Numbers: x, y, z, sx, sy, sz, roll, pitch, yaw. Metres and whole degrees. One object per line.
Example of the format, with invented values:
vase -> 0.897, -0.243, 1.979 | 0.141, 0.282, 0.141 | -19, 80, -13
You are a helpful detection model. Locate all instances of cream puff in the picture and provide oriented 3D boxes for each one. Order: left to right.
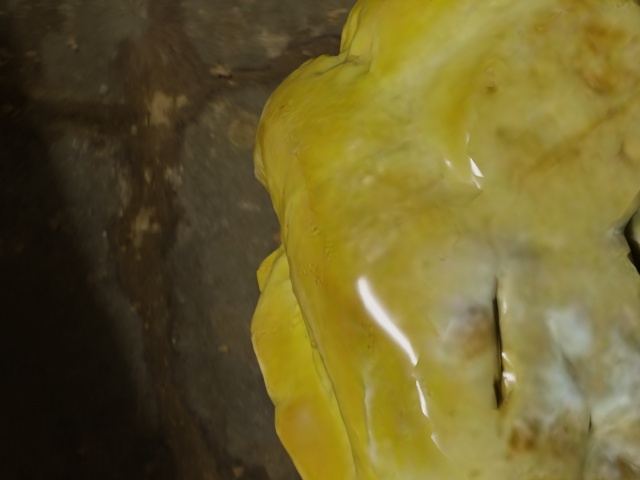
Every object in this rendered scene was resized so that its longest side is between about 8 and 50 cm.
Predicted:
cream puff -> 0.105, 0.033, 0.588 | 0.324, 0.257, 0.291 | 42, 74, -14
